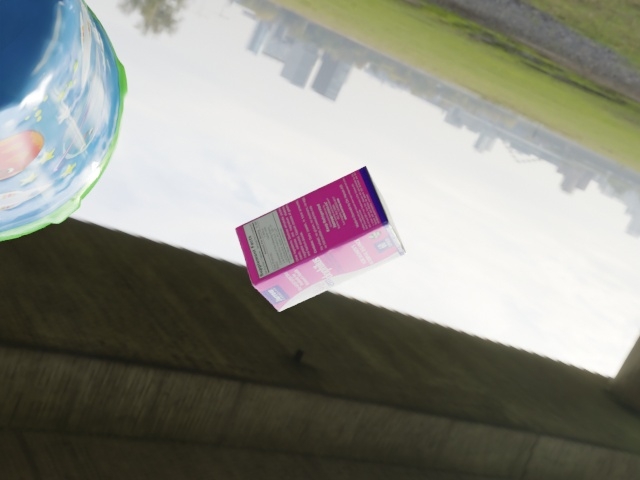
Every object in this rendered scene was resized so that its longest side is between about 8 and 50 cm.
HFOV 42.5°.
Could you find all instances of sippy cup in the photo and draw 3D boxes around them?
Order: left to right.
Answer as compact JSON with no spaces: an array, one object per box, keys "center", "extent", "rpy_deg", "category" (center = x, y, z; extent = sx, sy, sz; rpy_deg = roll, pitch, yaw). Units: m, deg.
[{"center":[-0.247,-0.123,0.546],"extent":[0.240,0.305,0.224],"rpy_deg":[-14,177,-16],"category":"sippy cup"}]

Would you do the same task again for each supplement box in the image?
[{"center":[0.000,0.000,1.237],"extent":[0.111,0.220,0.113],"rpy_deg":[52,-164,-58],"category":"supplement box"}]
